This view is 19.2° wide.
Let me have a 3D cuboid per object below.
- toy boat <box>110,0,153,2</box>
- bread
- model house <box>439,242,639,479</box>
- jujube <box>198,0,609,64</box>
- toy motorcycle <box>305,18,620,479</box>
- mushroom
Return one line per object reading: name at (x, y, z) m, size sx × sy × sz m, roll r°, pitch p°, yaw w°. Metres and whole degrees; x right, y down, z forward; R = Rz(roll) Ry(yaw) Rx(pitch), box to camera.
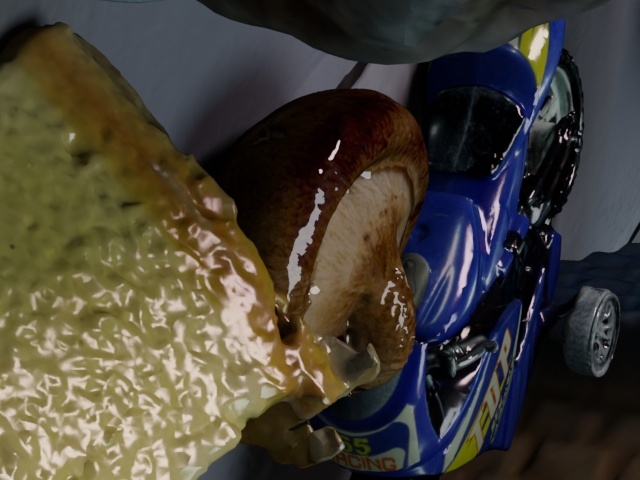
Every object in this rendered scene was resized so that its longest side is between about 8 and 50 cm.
toy boat at (-0.044, -0.102, 0.596) m, size 0.122 × 0.034 × 0.096 m, roll -45°, pitch 149°, yaw -30°
bread at (-0.087, 0.028, 0.546) m, size 0.147 × 0.127 × 0.152 m, roll -41°, pitch 108°, yaw -46°
model house at (0.300, 0.192, 0.985) m, size 0.445 × 0.395 × 0.400 m, roll 44°, pitch 64°, yaw -27°
jujube at (0.056, -0.187, 0.510) m, size 0.317 × 0.226 × 0.226 m, roll -45°, pitch 149°, yaw -36°
toy motorcycle at (0.059, 0.018, 0.850) m, size 0.169 × 0.113 × 0.315 m, roll 55°, pitch 49°, yaw -55°
mushroom at (0.000, 0.000, 0.707) m, size 0.127 × 0.087 × 0.127 m, roll -57°, pitch 160°, yaw -33°
